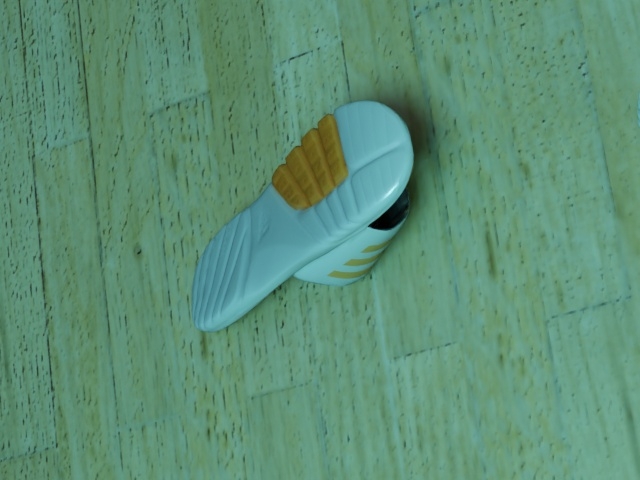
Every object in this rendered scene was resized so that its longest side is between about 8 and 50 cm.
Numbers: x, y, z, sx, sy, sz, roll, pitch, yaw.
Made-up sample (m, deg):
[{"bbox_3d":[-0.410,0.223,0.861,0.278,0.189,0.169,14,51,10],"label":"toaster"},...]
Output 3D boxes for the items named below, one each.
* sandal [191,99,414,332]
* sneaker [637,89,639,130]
[{"bbox_3d":[-0.001,-0.009,1.187,0.265,0.076,0.102,-38,45,44],"label":"sandal"},{"bbox_3d":[0.312,-0.112,0.985,0.235,0.094,0.153,-42,52,7],"label":"sneaker"}]
